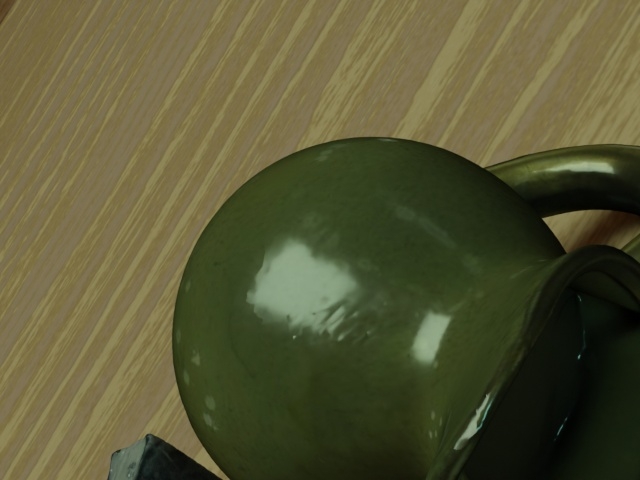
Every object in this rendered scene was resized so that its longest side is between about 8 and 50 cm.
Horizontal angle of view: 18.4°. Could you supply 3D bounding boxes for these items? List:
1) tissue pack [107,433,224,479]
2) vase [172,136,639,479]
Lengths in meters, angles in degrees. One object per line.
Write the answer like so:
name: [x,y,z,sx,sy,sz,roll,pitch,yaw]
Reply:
tissue pack: [-0.080,0.214,1.309,0.051,0.156,0.112,-31,35,36]
vase: [0.099,0.044,1.158,0.329,0.241,0.302,-39,31,-24]
